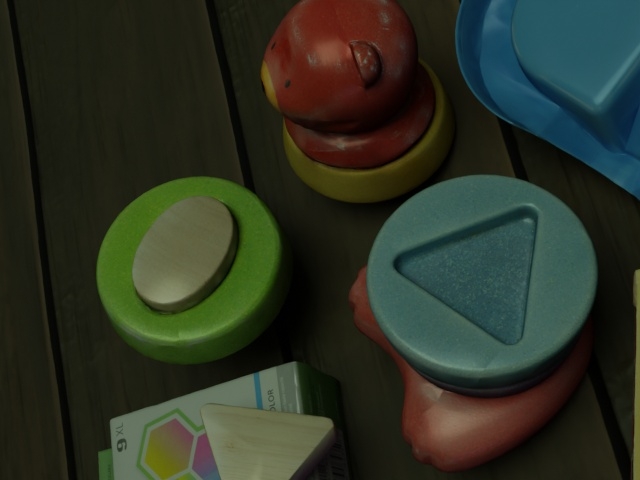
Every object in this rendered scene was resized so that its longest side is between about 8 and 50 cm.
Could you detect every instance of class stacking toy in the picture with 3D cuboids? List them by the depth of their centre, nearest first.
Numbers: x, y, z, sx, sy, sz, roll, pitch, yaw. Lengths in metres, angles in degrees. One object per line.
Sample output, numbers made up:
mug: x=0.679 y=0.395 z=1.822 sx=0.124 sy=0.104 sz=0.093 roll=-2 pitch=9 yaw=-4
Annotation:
stacking toy: x=0.000 y=0.000 z=0.739 sx=0.280 sy=0.130 sz=0.309 roll=-30 pitch=60 yaw=-6

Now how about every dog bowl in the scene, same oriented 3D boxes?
dog bowl: x=0.218 y=-0.095 z=0.730 sx=0.297 sy=0.074 sz=0.166 roll=40 pitch=95 yaw=34

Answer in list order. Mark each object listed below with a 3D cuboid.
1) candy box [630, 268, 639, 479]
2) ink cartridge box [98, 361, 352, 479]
candy box: x=0.318 y=0.103 z=0.594 sx=0.317 sy=0.087 sz=0.182 roll=-4 pitch=72 yaw=29
ink cartridge box: x=-0.083 y=0.165 z=0.820 sx=0.209 sy=0.062 sz=0.108 roll=-19 pitch=64 yaw=23
